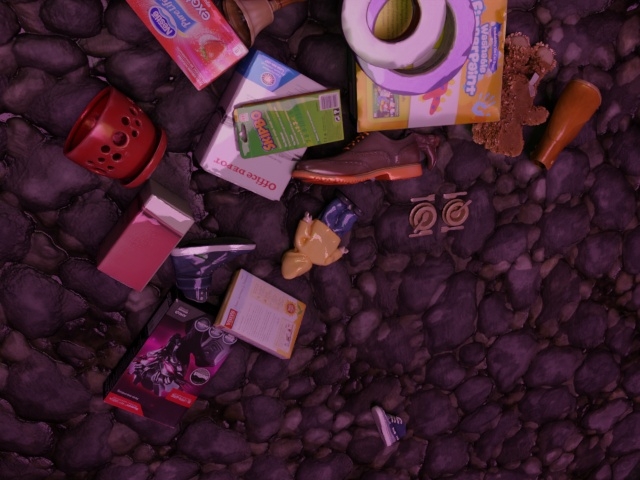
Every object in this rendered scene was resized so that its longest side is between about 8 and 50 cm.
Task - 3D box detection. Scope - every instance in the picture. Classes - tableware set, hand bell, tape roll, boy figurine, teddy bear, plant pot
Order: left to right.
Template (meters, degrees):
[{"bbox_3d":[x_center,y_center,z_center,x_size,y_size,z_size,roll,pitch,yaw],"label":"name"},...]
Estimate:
[{"bbox_3d":[-0.463,-0.230,1.418,0.174,0.191,0.191,33,99,-36],"label":"plant pot"},{"bbox_3d":[-0.094,-0.561,1.455,0.242,0.126,0.126,-31,119,-17],"label":"hand bell"},{"bbox_3d":[0.000,0.000,1.726,0.177,0.092,0.285,36,99,-28],"label":"boy figurine"},{"bbox_3d":[0.148,-0.476,1.296,0.219,0.072,0.219,-2,115,-4],"label":"tape roll"},{"bbox_3d":[0.203,-0.472,1.391,0.275,0.090,0.274,-2,115,-5],"label":"tape roll"},{"bbox_3d":[0.360,-0.074,1.843,0.194,0.039,0.128,-8,115,-15],"label":"tableware set"},{"bbox_3d":[0.537,-0.409,1.734,0.245,0.113,0.337,-3,106,-24],"label":"teddy bear"}]

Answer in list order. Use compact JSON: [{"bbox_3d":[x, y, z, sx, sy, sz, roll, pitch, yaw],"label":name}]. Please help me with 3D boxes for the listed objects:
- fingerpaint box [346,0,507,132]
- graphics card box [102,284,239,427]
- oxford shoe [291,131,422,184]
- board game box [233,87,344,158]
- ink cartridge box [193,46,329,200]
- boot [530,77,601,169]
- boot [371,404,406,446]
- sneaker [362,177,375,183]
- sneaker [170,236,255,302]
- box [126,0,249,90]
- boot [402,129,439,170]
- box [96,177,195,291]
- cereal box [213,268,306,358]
[{"bbox_3d":[0.253,-0.514,1.517,0.372,0.163,0.444,-6,115,-4],"label":"fingerpaint box"},{"bbox_3d":[-0.412,0.332,1.730,0.233,0.094,0.370,33,98,-27],"label":"graphics card box"},{"bbox_3d":[0.092,-0.213,1.580,0.364,0.130,0.132,-8,98,-27],"label":"oxford shoe"},{"bbox_3d":[-0.074,-0.277,1.463,0.260,0.039,0.124,-15,117,-17],"label":"board game box"},{"bbox_3d":[-0.143,-0.287,1.528,0.223,0.129,0.307,23,103,-28],"label":"ink cartridge box"},{"bbox_3d":[0.680,-0.311,1.737,0.211,0.104,0.295,-56,162,-1],"label":"boot"},{"bbox_3d":[0.234,0.612,2.092,0.086,0.069,0.189,-27,127,-14],"label":"boot"},{"bbox_3d":[0.140,-0.194,1.712,0.178,0.072,0.077,8,128,-18],"label":"sneaker"},{"bbox_3d":[-0.281,0.078,1.657,0.226,0.086,0.163,-6,104,-6],"label":"sneaker"},{"bbox_3d":[-0.301,-0.492,1.339,0.142,0.154,0.300,-37,108,7],"label":"box"},{"bbox_3d":[0.274,-0.254,1.737,0.114,0.037,0.106,4,98,-24],"label":"boot"},{"bbox_3d":[-0.437,-0.016,1.536,0.127,0.148,0.232,35,98,-27],"label":"box"},{"bbox_3d":[-0.165,0.209,1.734,0.240,0.047,0.172,33,61,-26],"label":"cereal box"}]
